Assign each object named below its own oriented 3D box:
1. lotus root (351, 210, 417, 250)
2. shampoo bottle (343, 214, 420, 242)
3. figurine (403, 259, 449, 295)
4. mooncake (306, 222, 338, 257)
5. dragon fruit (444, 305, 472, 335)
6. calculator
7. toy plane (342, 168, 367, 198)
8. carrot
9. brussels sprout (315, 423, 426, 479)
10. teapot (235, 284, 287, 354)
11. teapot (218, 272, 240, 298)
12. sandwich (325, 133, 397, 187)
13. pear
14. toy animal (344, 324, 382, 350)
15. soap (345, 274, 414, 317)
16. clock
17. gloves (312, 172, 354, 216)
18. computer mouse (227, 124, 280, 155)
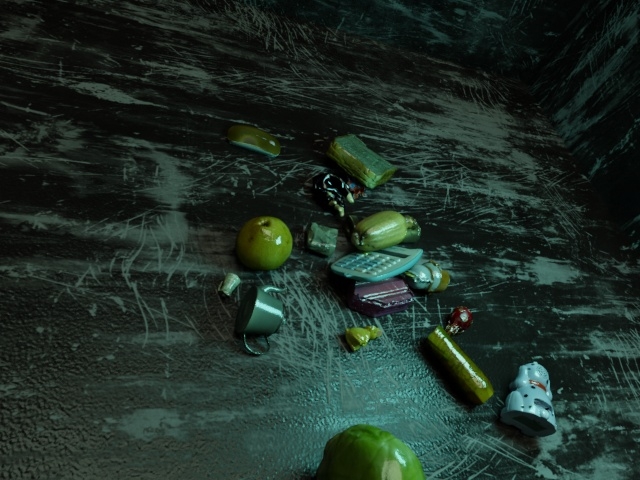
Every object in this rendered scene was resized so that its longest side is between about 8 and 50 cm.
[{"bbox_3d":[0.244,-0.037,1.965,0.303,0.146,0.131,-18,19,-26],"label":"lotus root"},{"bbox_3d":[0.275,-0.046,2.111,0.350,0.084,0.125,3,39,-25],"label":"shampoo bottle"},{"bbox_3d":[0.424,0.142,1.972,0.271,0.143,0.143,29,39,-41],"label":"figurine"},{"bbox_3d":[0.000,0.000,1.947,0.125,0.073,0.130,17,46,-9],"label":"mooncake"},{"bbox_3d":[0.547,0.333,1.937,0.094,0.094,0.190,40,52,8],"label":"dragon fruit"},{"bbox_3d":[0.216,0.086,1.898,0.256,0.054,0.386,12,20,40],"label":"calculator"},{"bbox_3d":[0.141,-0.269,2.248,0.130,0.061,0.189,-13,56,-33],"label":"toy plane"},{"bbox_3d":[0.504,0.460,1.793,0.114,0.114,0.302,-24,64,-38],"label":"carrot"},{"bbox_3d":[0.141,0.664,1.305,0.268,0.344,0.344,16,48,-23],"label":"brussels sprout"},{"bbox_3d":[-0.184,0.257,1.610,0.149,0.162,0.239,23,71,-23],"label":"teapot"},{"bbox_3d":[-0.320,0.159,1.677,0.067,0.057,0.083,0,46,23],"label":"teapot"},{"bbox_3d":[0.187,-0.378,2.294,0.301,0.099,0.271,41,27,10],"label":"sandwich"},{"bbox_3d":[-0.201,0.008,1.757,0.209,0.209,0.209,14,49,-16],"label":"pear"},{"bbox_3d":[0.165,0.335,1.763,0.159,0.070,0.083,-11,58,-39],"label":"toy animal"},{"bbox_3d":[0.216,0.200,1.872,0.250,0.099,0.162,-5,56,-30],"label":"soap"},{"bbox_3d":[0.770,0.564,1.795,0.189,0.189,0.254,27,47,-4],"label":"clock"},{"bbox_3d":[0.057,-0.193,2.109,0.164,0.124,0.203,-9,78,-7],"label":"gloves"},{"bbox_3d":[-0.294,-0.450,2.186,0.245,0.056,0.126,17,48,-15],"label":"computer mouse"}]
